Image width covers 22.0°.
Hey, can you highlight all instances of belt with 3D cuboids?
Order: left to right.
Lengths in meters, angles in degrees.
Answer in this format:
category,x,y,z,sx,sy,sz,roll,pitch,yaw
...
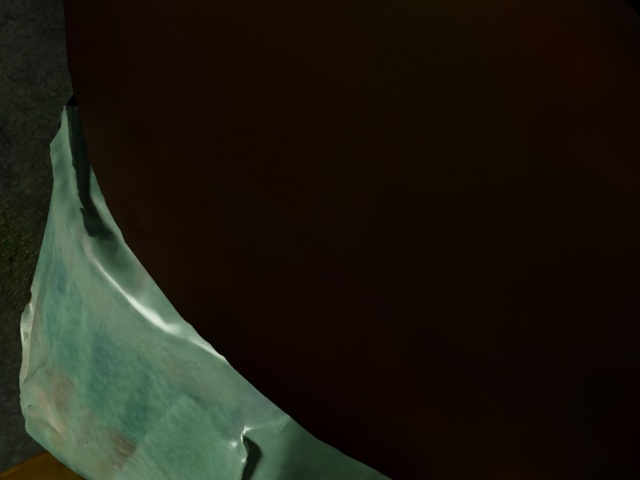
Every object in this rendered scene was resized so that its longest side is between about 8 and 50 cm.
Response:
category,x,y,z,sx,sy,sz,roll,pitch,yaw
belt,0.000,0.000,0.642,0.257,0.207,0.150,-71,-8,-52

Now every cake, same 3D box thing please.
category,x,y,z,sx,sy,sz,roll,pitch,yaw
cake,0.062,-0.051,0.414,0.178,0.185,0.207,-50,-38,-34

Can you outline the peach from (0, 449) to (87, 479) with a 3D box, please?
category,x,y,z,sx,sy,sz,roll,pitch,yaw
peach,-0.097,0.291,0.909,0.372,0.290,0.372,-177,90,-80
